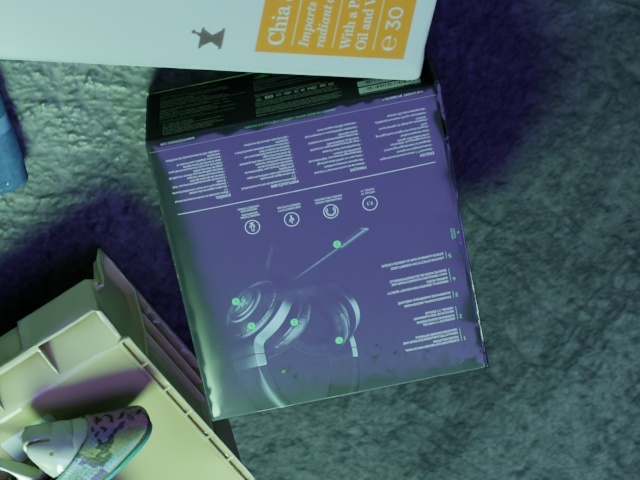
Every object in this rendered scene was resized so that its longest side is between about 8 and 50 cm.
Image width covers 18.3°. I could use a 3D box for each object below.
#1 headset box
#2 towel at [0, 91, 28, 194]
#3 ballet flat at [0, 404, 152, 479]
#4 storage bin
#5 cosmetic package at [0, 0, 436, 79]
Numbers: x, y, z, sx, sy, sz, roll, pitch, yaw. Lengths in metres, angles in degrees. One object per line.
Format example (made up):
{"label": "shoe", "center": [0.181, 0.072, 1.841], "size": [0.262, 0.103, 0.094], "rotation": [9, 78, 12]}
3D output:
{"label": "headset box", "center": [0.000, 0.000, 1.689], "size": [0.246, 0.131, 0.283], "rotation": [-12, 112, 1]}
{"label": "towel", "center": [-0.290, -0.089, 1.659], "size": [0.067, 0.029, 0.119], "rotation": [-17, 127, -4]}
{"label": "ballet flat", "center": [-0.245, 0.205, 1.706], "size": [0.221, 0.077, 0.079], "rotation": [-41, 114, 16]}
{"label": "storage bin", "center": [-0.240, 0.176, 1.805], "size": [0.262, 0.123, 0.260], "rotation": [-32, 127, 7]}
{"label": "cosmetic package", "center": [-0.131, -0.265, 1.501], "size": [0.453, 0.161, 0.230], "rotation": [1, 124, -17]}
